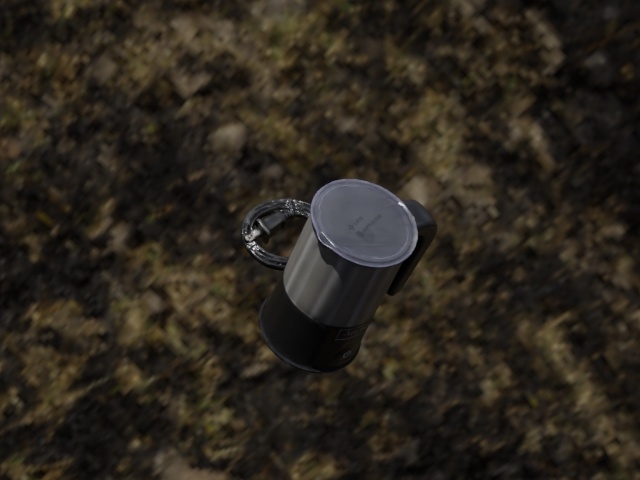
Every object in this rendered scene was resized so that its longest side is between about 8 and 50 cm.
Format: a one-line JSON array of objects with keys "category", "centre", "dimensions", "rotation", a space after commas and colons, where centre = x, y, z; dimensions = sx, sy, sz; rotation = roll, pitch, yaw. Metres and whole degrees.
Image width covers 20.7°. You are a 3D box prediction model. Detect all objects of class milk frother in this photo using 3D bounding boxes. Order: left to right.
[{"category": "milk frother", "centre": [0.000, 0.000, 1.333], "dimensions": [0.143, 0.135, 0.129], "rotation": [37, 45, 11]}]
